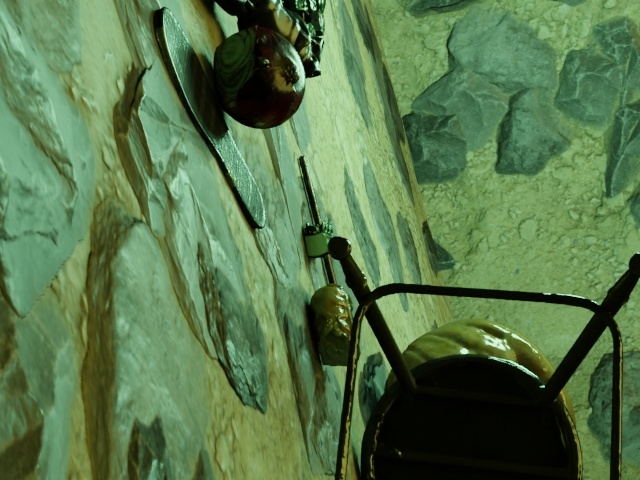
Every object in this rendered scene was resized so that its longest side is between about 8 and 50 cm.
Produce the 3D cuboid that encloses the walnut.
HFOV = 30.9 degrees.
[{"bbox_3d":[0.255,0.287,1.845,0.333,0.333,0.332,-14,90,-79],"label":"walnut"}]

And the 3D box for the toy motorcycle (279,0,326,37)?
[{"bbox_3d":[-0.038,-0.400,1.759,0.275,0.125,0.187,27,59,-76],"label":"toy motorcycle"}]

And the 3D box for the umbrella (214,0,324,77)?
[{"bbox_3d":[-0.087,-0.308,1.442,0.110,0.122,0.272,19,-37,48],"label":"umbrella"}]

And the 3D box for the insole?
[{"bbox_3d":[-0.118,-0.129,1.284,0.110,0.012,0.309,-94,165,-49],"label":"insole"}]

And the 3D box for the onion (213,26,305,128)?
[{"bbox_3d":[-0.066,-0.187,1.349,0.118,0.119,0.117,41,58,-71],"label":"onion"}]

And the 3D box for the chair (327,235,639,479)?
[{"bbox_3d":[0.187,0.242,1.416,0.410,0.365,0.362,77,18,-69],"label":"chair"}]

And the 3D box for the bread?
[{"bbox_3d":[0.019,0.110,1.541,0.066,0.060,0.110,16,57,-45],"label":"bread"}]

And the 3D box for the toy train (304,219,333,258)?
[{"bbox_3d":[0.000,0.000,1.656,0.083,0.033,0.053,27,54,-76],"label":"toy train"}]

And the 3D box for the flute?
[{"bbox_3d":[0.004,0.004,1.720,0.014,0.014,0.269,7,69,-78],"label":"flute"}]
